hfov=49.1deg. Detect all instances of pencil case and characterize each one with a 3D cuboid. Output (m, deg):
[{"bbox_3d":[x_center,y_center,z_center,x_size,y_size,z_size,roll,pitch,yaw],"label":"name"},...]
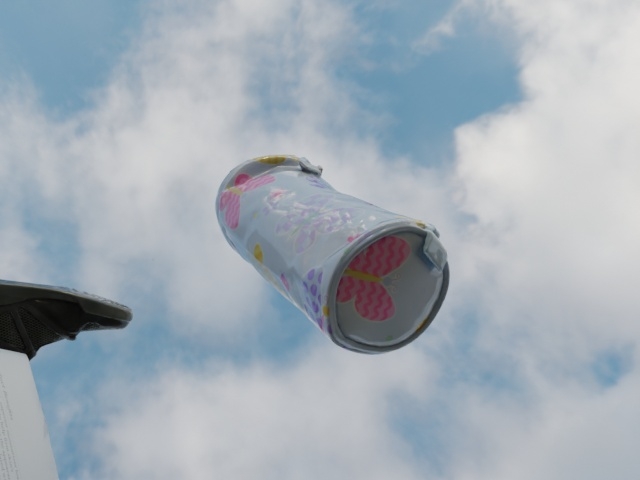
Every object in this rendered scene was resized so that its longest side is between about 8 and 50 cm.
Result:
[{"bbox_3d":[0.000,0.000,0.645,0.124,0.273,0.113,-33,-59,-13],"label":"pencil case"}]

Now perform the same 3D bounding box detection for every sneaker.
[{"bbox_3d":[-0.364,0.121,0.909,0.227,0.087,0.130,9,-91,-32],"label":"sneaker"}]

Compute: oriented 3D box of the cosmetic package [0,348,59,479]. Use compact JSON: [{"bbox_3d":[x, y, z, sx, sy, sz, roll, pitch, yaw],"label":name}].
[{"bbox_3d":[-0.334,0.179,0.577,0.151,0.183,0.151,-20,-106,-3],"label":"cosmetic package"}]
